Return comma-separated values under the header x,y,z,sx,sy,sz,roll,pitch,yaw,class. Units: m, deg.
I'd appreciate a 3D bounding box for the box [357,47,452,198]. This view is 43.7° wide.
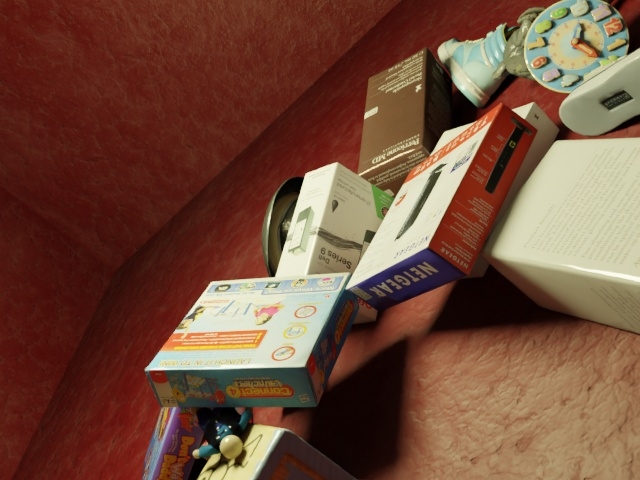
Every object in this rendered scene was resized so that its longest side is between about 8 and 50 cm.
x,y,z,sx,sy,sz,roll,pitch,yaw,class
0.214,-0.284,1.982,0.191,0.143,0.381,-23,42,31,box

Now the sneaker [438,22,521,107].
x,y,z,sx,sy,sz,roll,pitch,yaw,class
0.426,-0.483,2.045,0.208,0.127,0.319,-44,30,21,sneaker

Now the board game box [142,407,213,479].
x,y,z,sx,sy,sz,roll,pitch,yaw,class
-0.326,0.436,1.819,0.233,0.078,0.347,-108,36,-67,board game box

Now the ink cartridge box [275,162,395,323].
x,y,z,sx,sy,sz,roll,pitch,yaw,class
0.043,0.014,1.723,0.121,0.211,0.289,-15,54,51,ink cartridge box

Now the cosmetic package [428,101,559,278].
x,y,z,sx,sy,sz,roll,pitch,yaw,class
0.291,-0.090,1.644,0.377,0.097,0.284,-58,19,-21,cosmetic package

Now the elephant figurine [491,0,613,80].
x,y,z,sx,sy,sz,roll,pitch,yaw,class
0.526,-0.465,1.801,0.239,0.186,0.169,-50,-26,-35,elephant figurine

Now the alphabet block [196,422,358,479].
x,y,z,sx,sy,sz,roll,pitch,yaw,class
-0.084,0.433,1.340,0.192,0.193,0.197,-56,21,-23,alphabet block

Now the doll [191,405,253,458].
x,y,z,sx,sy,sz,roll,pitch,yaw,class
-0.172,0.324,1.374,0.129,0.046,0.189,-42,25,-8,doll

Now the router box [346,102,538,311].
x,y,z,sx,sy,sz,roll,pitch,yaw,class
0.204,-0.046,1.399,0.301,0.082,0.335,-60,10,-24,router box

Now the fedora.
x,y,z,sx,sy,sz,roll,pitch,yaw,class
0.000,0.000,1.904,0.153,0.334,0.334,4,49,28,fedora

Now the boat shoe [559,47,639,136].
x,y,z,sx,sy,sz,roll,pitch,yaw,class
0.583,-0.299,1.386,0.156,0.136,0.367,-54,10,-21,boat shoe

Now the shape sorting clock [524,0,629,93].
x,y,z,sx,sy,sz,roll,pitch,yaw,class
0.521,-0.400,1.631,0.206,0.206,0.040,-47,-22,5,shape sorting clock

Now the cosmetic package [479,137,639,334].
x,y,z,sx,sy,sz,roll,pitch,yaw,class
0.441,-0.004,1.070,0.230,0.161,0.453,-53,20,-8,cosmetic package

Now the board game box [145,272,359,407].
x,y,z,sx,sy,sz,roll,pitch,yaw,class
-0.114,0.179,1.476,0.308,0.086,0.302,-4,27,21,board game box

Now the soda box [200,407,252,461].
x,y,z,sx,sy,sz,roll,pitch,yaw,class
-0.213,0.405,1.810,0.083,0.092,0.263,-47,19,11,soda box
